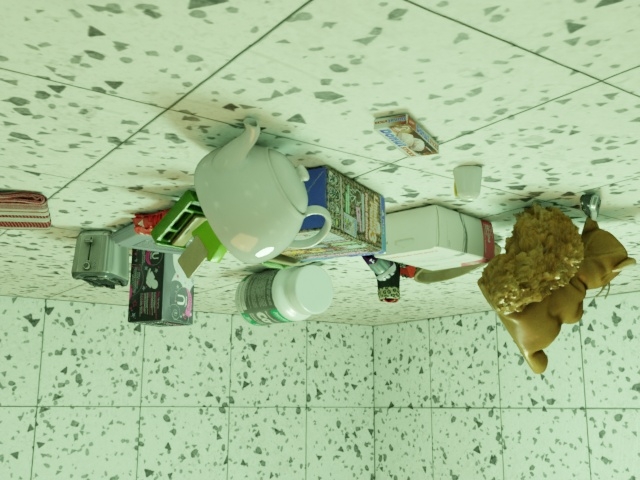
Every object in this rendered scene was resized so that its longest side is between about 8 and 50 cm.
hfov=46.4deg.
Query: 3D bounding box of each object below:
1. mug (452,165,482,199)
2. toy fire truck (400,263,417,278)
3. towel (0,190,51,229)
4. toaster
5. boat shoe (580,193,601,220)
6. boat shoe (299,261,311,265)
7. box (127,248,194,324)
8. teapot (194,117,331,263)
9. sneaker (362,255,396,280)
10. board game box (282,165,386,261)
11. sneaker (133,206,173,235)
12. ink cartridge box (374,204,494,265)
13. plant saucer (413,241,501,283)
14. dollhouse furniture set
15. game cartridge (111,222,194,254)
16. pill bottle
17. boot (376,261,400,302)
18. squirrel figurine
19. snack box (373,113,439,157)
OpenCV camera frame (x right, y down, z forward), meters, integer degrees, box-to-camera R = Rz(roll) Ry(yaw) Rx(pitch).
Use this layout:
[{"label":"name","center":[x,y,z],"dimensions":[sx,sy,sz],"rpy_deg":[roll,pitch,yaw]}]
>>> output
[{"label":"mug","center":[0.316,-0.119,1.598],"dimensions":[0.062,0.064,0.078],"rpy_deg":[-3,167,11]},{"label":"toy fire truck","center":[0.319,0.074,2.455],"dimensions":[0.135,0.047,0.192],"rpy_deg":[-25,-166,-19]},{"label":"towel","center":[-0.810,-0.074,1.892],"dimensions":[0.237,0.037,0.329],"rpy_deg":[2,169,-17]},{"label":"toaster","center":[-0.640,0.056,2.210],"dimensions":[0.129,0.146,0.227],"rpy_deg":[-1,167,9]},{"label":"boat shoe","center":[0.652,-0.084,1.806],"dimensions":[0.040,0.049,0.142],"rpy_deg":[15,173,24]},{"label":"boat shoe","center":[0.000,0.000,2.128],"dimensions":[0.112,0.095,0.335],"rpy_deg":[-34,-170,-30]},{"label":"box","center":[-0.496,0.143,2.365],"dimensions":[0.142,0.247,0.163],"rpy_deg":[-5,167,28]},{"label":"teapot","center":[-0.104,-0.086,1.428],"dimensions":[0.187,0.252,0.256],"rpy_deg":[-26,180,11]},{"label":"sneaker","center":[0.142,0.018,2.076],"dimensions":[0.083,0.223,0.098],"rpy_deg":[-39,120,7]},{"label":"board game box","center":[-0.012,-0.052,1.724],"dimensions":[0.232,0.141,0.291],"rpy_deg":[-7,166,28]},{"label":"sneaker","center":[-0.418,-0.039,1.922],"dimensions":[0.128,0.086,0.221],"rpy_deg":[2,166,-13]},{"label":"ink cartridge box","center":[0.305,-0.002,1.999],"dimensions":[0.207,0.117,0.283],"rpy_deg":[-10,164,40]},{"label":"plant saucer","center":[0.411,0.060,2.270],"dimensions":[0.278,0.041,0.278],"rpy_deg":[-16,160,-6]},{"label":"dollhouse furniture set","center":[-0.225,0.019,1.831],"dimensions":[0.151,0.197,0.302],"rpy_deg":[-48,148,19]},{"label":"game cartridge","center":[-0.424,-0.006,2.150],"dimensions":[0.294,0.060,0.196],"rpy_deg":[10,168,-37]},{"label":"pill bottle","center":[-0.133,0.196,2.704],"dimensions":[0.204,0.204,0.361],"rpy_deg":[10,164,-38]},{"label":"boot","center":[0.205,0.111,2.369],"dimensions":[0.085,0.178,0.236],"rpy_deg":[1,168,-3]},{"label":"squirrel figurine","center":[0.608,0.084,1.917],"dimensions":[0.371,0.281,0.397],"rpy_deg":[-32,139,7]},{"label":"snack box","center":[0.161,-0.190,1.375],"dimensions":[0.064,0.022,0.178],"rpy_deg":[-5,167,27]}]
